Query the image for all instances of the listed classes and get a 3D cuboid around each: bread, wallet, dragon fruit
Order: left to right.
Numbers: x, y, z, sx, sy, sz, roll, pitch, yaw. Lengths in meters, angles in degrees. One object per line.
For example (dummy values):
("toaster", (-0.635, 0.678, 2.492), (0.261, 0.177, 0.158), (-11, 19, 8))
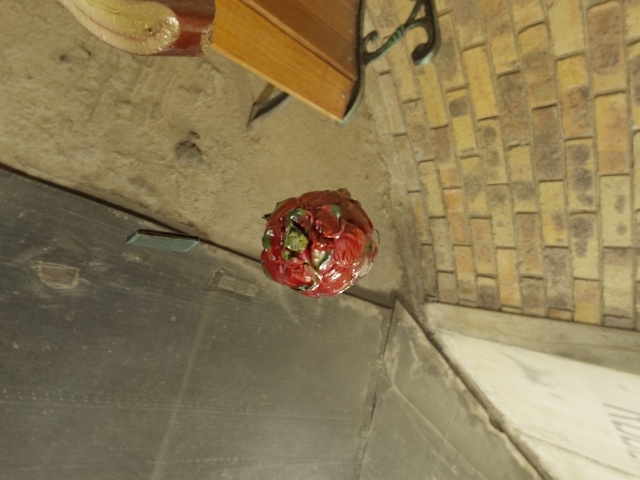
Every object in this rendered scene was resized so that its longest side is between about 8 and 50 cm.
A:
("wallet", (-0.327, -0.002, 0.863), (0.129, 0.088, 0.026), (10, 68, -35))
("bread", (-0.185, -0.258, 0.493), (0.192, 0.119, 0.067), (-20, 141, -43))
("dragon fruit", (0.000, 0.000, 0.718), (0.193, 0.192, 0.274), (48, 15, 3))
